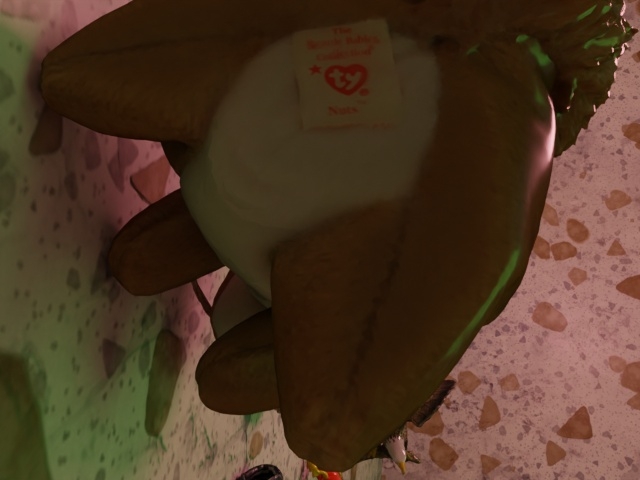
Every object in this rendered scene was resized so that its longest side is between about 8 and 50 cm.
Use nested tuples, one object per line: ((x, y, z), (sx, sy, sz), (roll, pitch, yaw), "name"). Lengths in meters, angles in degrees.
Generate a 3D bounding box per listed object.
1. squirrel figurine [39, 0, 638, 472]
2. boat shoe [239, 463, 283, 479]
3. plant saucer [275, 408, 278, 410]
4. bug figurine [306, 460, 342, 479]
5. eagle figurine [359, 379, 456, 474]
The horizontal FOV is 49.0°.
((0.045, -0.029, 0.547), (0.397, 0.281, 0.370), (-42, 161, -15), "squirrel figurine")
((-0.079, 0.313, 0.781), (0.183, 0.065, 0.083), (-2, 93, -86), "boat shoe")
((-0.059, 0.134, 0.910), (0.168, 0.029, 0.168), (2, 90, -80), "plant saucer")
((0.023, 0.518, 1.202), (0.216, 0.072, 0.279), (-138, -132, -68), "bug figurine")
((0.140, 0.352, 1.403), (0.226, 0.225, 0.298), (-33, 138, -27), "eagle figurine")
